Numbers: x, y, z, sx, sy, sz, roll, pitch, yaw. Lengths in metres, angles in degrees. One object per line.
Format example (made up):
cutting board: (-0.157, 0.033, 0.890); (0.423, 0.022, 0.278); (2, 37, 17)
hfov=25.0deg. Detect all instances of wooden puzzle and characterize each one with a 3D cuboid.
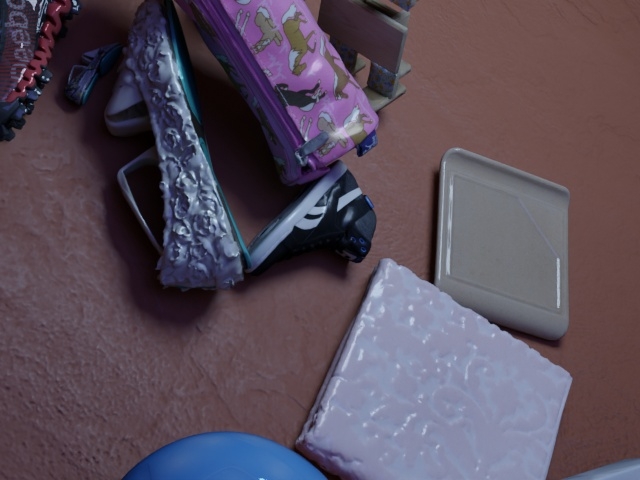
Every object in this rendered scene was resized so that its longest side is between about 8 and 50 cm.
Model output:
wooden puzzle: (0.257, 0.007, 2.050); (0.221, 0.044, 0.239); (18, 63, -22)

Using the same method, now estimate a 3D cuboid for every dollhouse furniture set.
dollhouse furniture set: (0.002, -0.304, 1.958); (0.242, 0.212, 0.161); (34, 47, 22)

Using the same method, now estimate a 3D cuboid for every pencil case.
pencil case: (-0.076, -0.258, 1.840); (0.160, 0.167, 0.386); (-37, 113, -13)

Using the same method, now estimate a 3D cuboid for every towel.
towel: (0.156, 0.225, 1.873); (0.332, 0.053, 0.317); (33, 54, -12)

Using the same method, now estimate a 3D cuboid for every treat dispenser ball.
treat dispenser ball: (-0.102, 0.346, 1.519); (0.288, 0.288, 0.288); (13, 61, -24)

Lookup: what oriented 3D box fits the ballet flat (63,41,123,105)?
ballet flat: (-0.295, -0.221, 1.848); (0.041, 0.041, 0.114); (36, 53, -10)

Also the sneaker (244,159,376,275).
sneaker: (0.000, 0.000, 1.881); (0.121, 0.079, 0.217); (49, 57, -9)

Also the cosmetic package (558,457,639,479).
cosmetic package: (0.308, 0.447, 1.786); (0.377, 0.097, 0.284); (-9, 84, -33)

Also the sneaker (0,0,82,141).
sneaker: (-0.386, -0.243, 1.770); (0.135, 0.097, 0.276); (25, 54, -17)

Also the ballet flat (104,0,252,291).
ballet flat: (-0.199, -0.124, 1.804); (0.147, 0.147, 0.409); (-5, 68, -32)
